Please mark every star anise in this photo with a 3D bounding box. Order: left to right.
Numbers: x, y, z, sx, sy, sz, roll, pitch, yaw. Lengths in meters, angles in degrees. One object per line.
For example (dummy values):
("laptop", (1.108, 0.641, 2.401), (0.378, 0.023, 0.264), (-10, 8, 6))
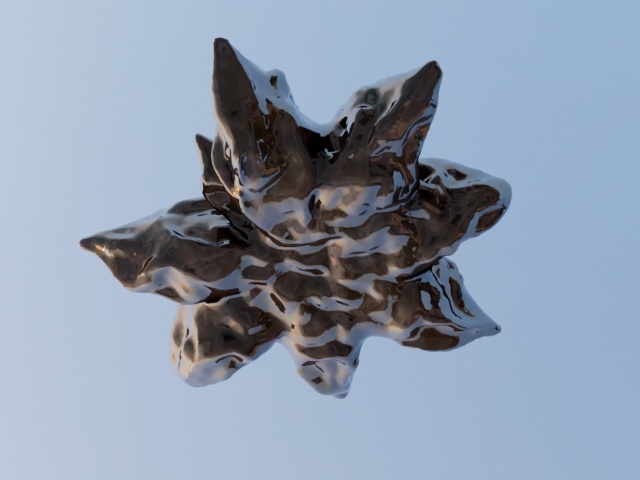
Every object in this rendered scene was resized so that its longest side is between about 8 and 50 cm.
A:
("star anise", (-0.016, -0.007, 0.756), (0.315, 0.315, 0.108), (-19, -140, 16))
